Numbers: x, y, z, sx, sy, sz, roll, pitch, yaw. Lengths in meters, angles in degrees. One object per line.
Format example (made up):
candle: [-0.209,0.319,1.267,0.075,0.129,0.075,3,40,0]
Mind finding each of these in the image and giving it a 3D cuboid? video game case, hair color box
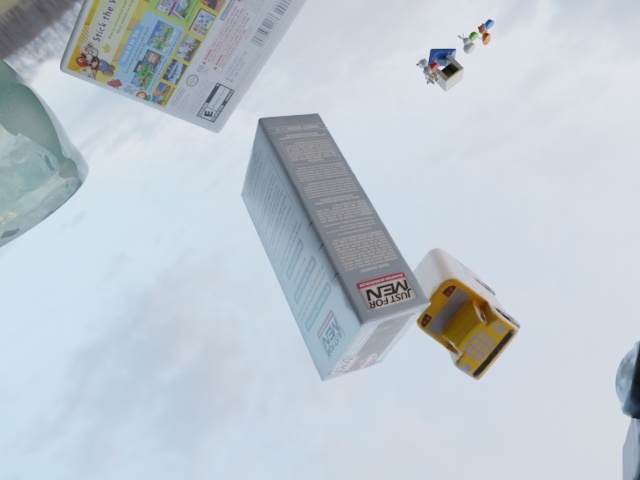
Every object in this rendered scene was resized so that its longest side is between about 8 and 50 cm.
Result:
video game case: [-0.157,-0.244,0.604,0.227,0.206,0.026,-45,-137,34]
hair color box: [0.000,0.000,0.814,0.113,0.185,0.375,-11,-122,-26]

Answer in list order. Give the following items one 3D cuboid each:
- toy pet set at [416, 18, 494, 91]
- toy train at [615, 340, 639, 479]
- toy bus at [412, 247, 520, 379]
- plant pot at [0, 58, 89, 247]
toy pet set: [0.208,-0.308,0.859,0.122,0.114,0.065,-37,-108,-1]
toy train: [0.346,0.169,0.302,0.333,0.190,0.142,14,-163,25]
toy bus: [0.238,0.112,0.926,0.108,0.130,0.333,-53,-179,12]
plant pot: [-0.406,-0.104,0.496,0.292,0.196,0.293,-10,-147,6]
